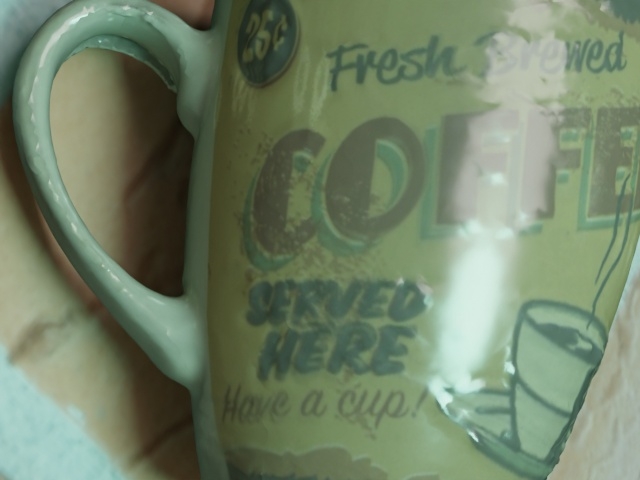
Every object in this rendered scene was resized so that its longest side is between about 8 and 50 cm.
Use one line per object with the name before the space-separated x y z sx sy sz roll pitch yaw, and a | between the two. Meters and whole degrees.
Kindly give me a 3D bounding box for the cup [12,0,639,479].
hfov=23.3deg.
cup | 0.000 0.000 0.704 0.301 0.227 0.257 15 73 -10
